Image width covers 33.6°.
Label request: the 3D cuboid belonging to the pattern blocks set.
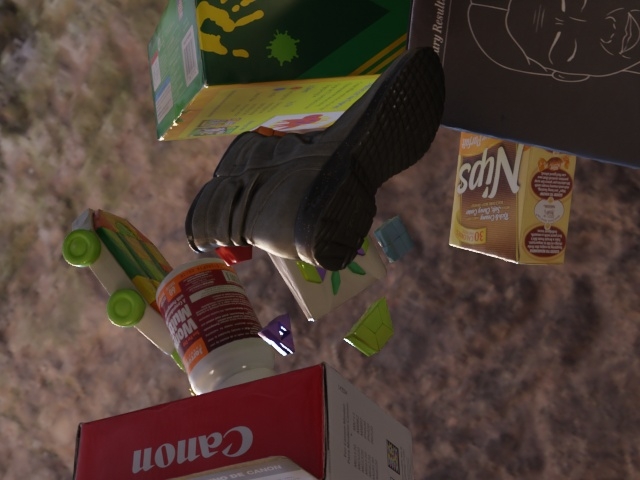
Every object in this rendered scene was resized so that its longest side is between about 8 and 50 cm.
[{"bbox_3d":[0.000,0.000,1.199,0.026,0.285,0.325,-25,-162,36],"label":"pattern blocks set"}]

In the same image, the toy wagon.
[{"bbox_3d":[-0.256,0.098,1.656,0.068,0.344,0.267,-42,163,6],"label":"toy wagon"}]

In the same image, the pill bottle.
[{"bbox_3d":[-0.135,0.141,1.445,0.121,0.121,0.221,-49,-128,30],"label":"pill bottle"}]

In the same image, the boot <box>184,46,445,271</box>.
[{"bbox_3d":[-0.007,-0.083,0.912,0.161,0.083,0.246,11,-126,36],"label":"boot"}]

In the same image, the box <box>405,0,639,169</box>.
[{"bbox_3d":[0.301,-0.251,1.043,0.212,0.395,0.294,-60,160,-48],"label":"box"}]

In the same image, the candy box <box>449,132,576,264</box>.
[{"bbox_3d":[0.283,-0.134,1.534,0.183,0.087,0.317,-162,-104,-64],"label":"candy box"}]

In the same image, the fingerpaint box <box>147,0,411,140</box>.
[{"bbox_3d":[-0.024,-0.259,1.451,0.445,0.371,0.163,169,-86,-75],"label":"fingerpaint box"}]

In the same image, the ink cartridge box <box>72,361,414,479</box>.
[{"bbox_3d":[-0.096,0.238,1.096,0.309,0.272,0.130,-17,-126,23],"label":"ink cartridge box"}]
